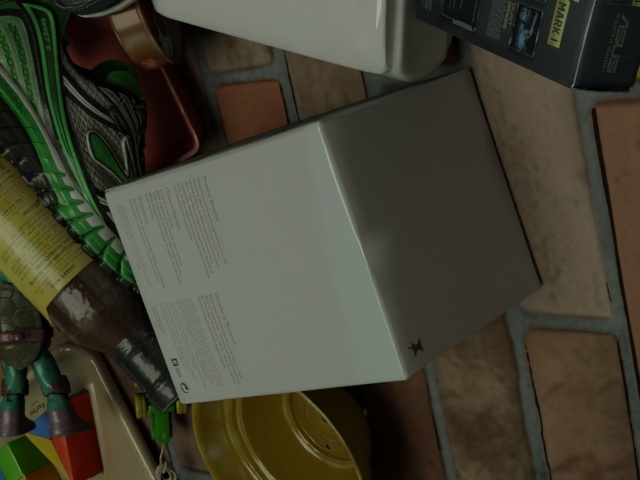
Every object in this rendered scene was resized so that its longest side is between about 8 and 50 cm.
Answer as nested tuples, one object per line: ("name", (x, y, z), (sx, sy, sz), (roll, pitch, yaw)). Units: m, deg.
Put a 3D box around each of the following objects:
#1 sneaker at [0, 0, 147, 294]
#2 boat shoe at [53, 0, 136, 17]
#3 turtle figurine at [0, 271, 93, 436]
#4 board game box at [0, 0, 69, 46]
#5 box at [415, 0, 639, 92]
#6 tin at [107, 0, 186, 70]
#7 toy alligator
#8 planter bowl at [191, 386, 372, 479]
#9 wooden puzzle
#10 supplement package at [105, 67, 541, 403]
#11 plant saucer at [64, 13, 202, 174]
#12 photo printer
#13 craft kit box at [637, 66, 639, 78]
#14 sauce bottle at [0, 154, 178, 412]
("sneaker", (-0.200, -0.077, 1.110), (0.343, 0.146, 0.134), (55, 171, -27))
("boat shoe", (-0.156, -0.253, 0.948), (0.254, 0.079, 0.095), (-24, 88, 44))
("turtle figurine", (-0.326, 0.104, 1.358), (0.175, 0.118, 0.234), (-2, 91, 39))
("board game box", (-0.423, -0.302, 1.161), (0.078, 0.233, 0.347), (-45, 66, 40))
("box", (0.156, -0.234, 0.788), (0.183, 0.059, 0.233), (39, 125, 52))
("tin", (-0.171, -0.246, 1.087), (0.040, 0.106, 0.190), (-18, 82, 18))
("toy alligator", (-0.179, 0.183, 1.338), (0.051, 0.056, 0.190), (-116, 24, -63))
("planter bowl", (-0.017, 0.194, 1.165), (0.217, 0.090, 0.217), (22, 128, 31))
("wooden puzzle", (-0.302, 0.333, 1.488), (0.322, 0.080, 0.348), (-37, 83, 44))
("supplement package", (0.000, 0.000, 0.994), (0.262, 0.198, 0.199), (-13, 99, 44))
("plant saucer", (-0.239, -0.169, 1.235), (0.259, 0.047, 0.258), (-26, 90, 44))
("photo printer", (-0.032, -0.282, 0.957), (0.307, 0.107, 0.256), (22, 121, 35))
("craft kit box", (0.299, -0.187, 0.752), (0.246, 0.061, 0.250), (42, 131, 23))
("sauce bottle", (-0.257, 0.033, 1.239), (0.344, 0.111, 0.111), (47, 133, 4))
